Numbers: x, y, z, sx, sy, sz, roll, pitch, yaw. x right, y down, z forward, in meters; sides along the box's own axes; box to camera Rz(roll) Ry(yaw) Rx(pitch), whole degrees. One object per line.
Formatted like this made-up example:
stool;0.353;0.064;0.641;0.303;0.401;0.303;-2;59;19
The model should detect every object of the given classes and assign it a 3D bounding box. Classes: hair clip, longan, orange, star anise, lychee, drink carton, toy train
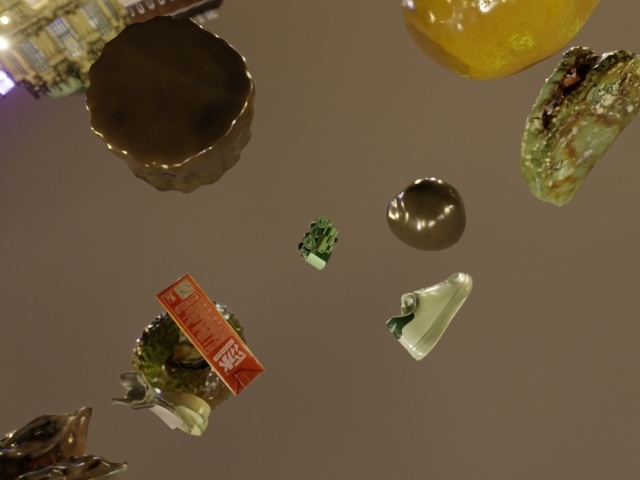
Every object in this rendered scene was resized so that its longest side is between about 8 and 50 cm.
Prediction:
hair clip;-0.299;0.313;0.878;0.159;0.218;0.071;-3;-130;30
longan;0.312;-0.076;1.392;0.245;0.246;0.215;-1;-147;29
orange;0.248;-0.357;0.634;0.279;0.235;0.279;-38;-143;35
star anise;-0.368;0.335;0.519;0.331;0.118;0.332;-27;-150;17
lychee;-0.299;0.273;1.090;0.269;0.320;0.270;-5;-105;18
drink carton;-0.199;0.170;0.846;0.071;0.223;0.096;-38;179;-18
toy train;0.000;0.000;0.728;0.083;0.053;0.033;-59;-175;-33

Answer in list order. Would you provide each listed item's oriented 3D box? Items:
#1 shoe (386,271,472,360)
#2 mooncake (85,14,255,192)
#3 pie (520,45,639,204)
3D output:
shoe;0.238;0.133;1.011;0.110;0.095;0.265;37;-132;8
mooncake;-0.292;-0.268;0.955;0.323;0.187;0.324;2;-105;-6
pie;0.663;-0.272;1.202;0.395;0.418;0.180;-9;-146;-42
